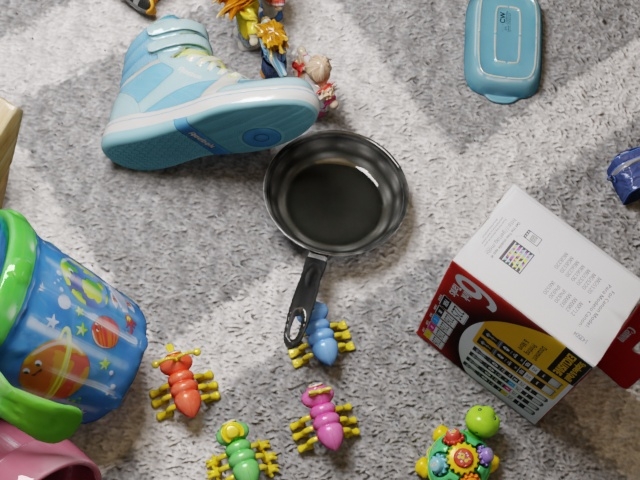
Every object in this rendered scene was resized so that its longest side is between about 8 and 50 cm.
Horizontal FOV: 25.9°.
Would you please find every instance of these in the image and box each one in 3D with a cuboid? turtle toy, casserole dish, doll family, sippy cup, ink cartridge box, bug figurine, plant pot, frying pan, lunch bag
[{"bbox_3d":[0.185,0.270,1.778,0.095,0.066,0.130,29,71,6],"label":"turtle toy"},{"bbox_3d":[0.266,-0.288,2.000,0.114,0.037,0.188,6,69,-3],"label":"casserole dish"},{"bbox_3d":[-0.072,-0.276,1.903,0.118,0.163,0.263,-20,73,-11],"label":"doll family"},{"bbox_3d":[-0.342,0.111,1.699,0.224,0.240,0.305,29,58,-31],"label":"sippy cup"},{"bbox_3d":[0.279,0.108,1.713,0.272,0.309,0.130,37,72,9],"label":"ink cartridge box"},{"bbox_3d":[-0.070,0.194,1.784,0.279,0.072,0.216,-21,73,-11],"label":"bug figurine"},{"bbox_3d":[-0.395,0.292,1.673,0.180,0.201,0.201,36,71,26],"label":"plant pot"},{"bbox_3d":[0.029,-0.004,1.853,0.197,0.053,0.326,-4,63,-8],"label":"frying pan"},{"bbox_3d":[0.443,-0.097,1.928,0.098,0.067,0.065,-18,72,-9],"label":"lunch bag"}]

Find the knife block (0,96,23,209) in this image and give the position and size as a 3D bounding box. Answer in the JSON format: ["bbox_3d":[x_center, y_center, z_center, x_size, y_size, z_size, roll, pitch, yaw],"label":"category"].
[{"bbox_3d":[-0.495,-0.041,1.754,0.088,0.276,0.242,30,41,6],"label":"knife block"}]

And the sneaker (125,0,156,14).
[{"bbox_3d":[-0.200,-0.403,1.988,0.215,0.084,0.083,-41,80,-6],"label":"sneaker"}]

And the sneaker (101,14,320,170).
[{"bbox_3d":[-0.145,-0.222,1.850,0.319,0.127,0.208,-8,63,24],"label":"sneaker"}]
